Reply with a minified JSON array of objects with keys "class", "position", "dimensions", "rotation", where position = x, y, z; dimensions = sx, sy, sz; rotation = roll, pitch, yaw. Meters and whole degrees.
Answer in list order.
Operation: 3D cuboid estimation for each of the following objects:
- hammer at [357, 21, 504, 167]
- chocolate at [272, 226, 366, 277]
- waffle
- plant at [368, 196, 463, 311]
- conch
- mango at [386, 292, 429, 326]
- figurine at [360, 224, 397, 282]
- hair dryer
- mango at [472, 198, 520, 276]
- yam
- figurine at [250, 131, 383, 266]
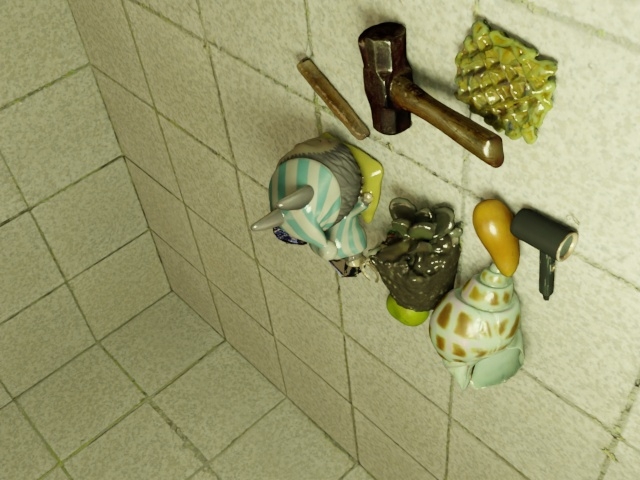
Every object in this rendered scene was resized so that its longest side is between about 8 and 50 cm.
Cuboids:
[{"class":"hammer","position":[0.222,-0.267,1.538],"dimensions":[0.409,0.095,0.242],"rotation":[47,156,43]},{"class":"chocolate","position":[0.005,0.002,2.323],"dimensions":[0.343,0.126,0.148],"rotation":[29,104,36]},{"class":"waffle","position":[0.339,-0.292,1.429],"dimensions":[0.223,0.054,0.204],"rotation":[41,153,26]},{"class":"plant","position":[0.237,0.034,1.861],"dimensions":[0.199,0.188,0.276],"rotation":[31,146,38]},{"class":"conch","position":[0.391,0.210,1.823],"dimensions":[0.249,0.197,0.368],"rotation":[15,146,-3]},{"class":"mango","position":[0.244,0.186,2.161],"dimensions":[0.163,0.089,0.117],"rotation":[11,131,57]},{"class":"figurine","position":[0.178,0.050,2.026],"dimensions":[0.132,0.153,0.132],"rotation":[41,153,26]},{"class":"hair dryer","position":[0.474,0.046,1.624],"dimensions":[0.128,0.070,0.255],"rotation":[36,154,35]},{"class":"mango","position":[0.393,-0.009,1.646],"dimensions":[0.085,0.102,0.184],"rotation":[-18,113,30]},{"class":"yam","position":[0.033,-0.354,1.894],"dimensions":[0.264,0.046,0.046],"rotation":[51,155,8]},{"class":"figurine","position":[-0.049,-0.069,1.943],"dimensions":[0.266,0.377,0.361],"rotation":[19,121,45]}]
